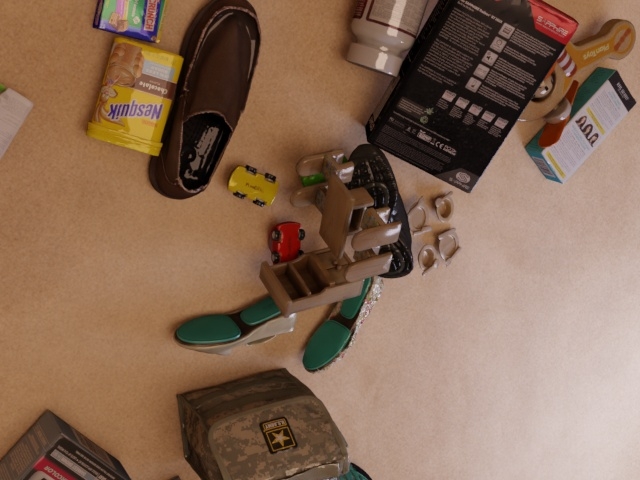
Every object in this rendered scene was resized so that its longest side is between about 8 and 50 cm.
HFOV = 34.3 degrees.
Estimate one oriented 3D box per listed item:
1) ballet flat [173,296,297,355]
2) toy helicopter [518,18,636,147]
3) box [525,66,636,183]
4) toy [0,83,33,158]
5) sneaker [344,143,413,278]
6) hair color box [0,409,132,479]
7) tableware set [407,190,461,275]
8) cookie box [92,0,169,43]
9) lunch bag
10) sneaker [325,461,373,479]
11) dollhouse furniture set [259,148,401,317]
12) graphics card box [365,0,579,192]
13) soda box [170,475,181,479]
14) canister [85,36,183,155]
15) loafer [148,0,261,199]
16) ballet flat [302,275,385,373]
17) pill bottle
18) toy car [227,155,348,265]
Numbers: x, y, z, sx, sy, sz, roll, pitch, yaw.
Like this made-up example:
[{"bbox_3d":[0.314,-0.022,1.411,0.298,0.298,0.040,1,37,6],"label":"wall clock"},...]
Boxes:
[{"bbox_3d":[-0.154,0.172,1.925,0.248,0.086,0.086,-15,111,-24],"label":"ballet flat"},{"bbox_3d":[0.498,-0.340,2.079,0.355,0.140,0.235,-26,117,-21],"label":"toy helicopter"},{"bbox_3d":[0.546,-0.242,2.173,0.244,0.060,0.100,-47,120,-8],"label":"box"},{"bbox_3d":[-0.571,-0.151,1.620,0.137,0.056,0.237,33,83,-27],"label":"toy"},{"bbox_3d":[0.109,-0.067,1.958,0.109,0.130,0.286,-6,126,13],"label":"sneaker"},{"bbox_3d":[-0.525,0.503,1.804,0.374,0.113,0.185,-48,120,-6],"label":"hair color box"},{"bbox_3d":[0.231,-0.016,2.078,0.141,0.020,0.168,-29,115,-39],"label":"tableware set"},{"bbox_3d":[-0.308,-0.379,1.697,0.107,0.040,0.092,9,100,-30],"label":"cookie box"},{"bbox_3d":[-0.106,0.365,1.882,0.235,0.287,0.169,-12,110,-23],"label":"lunch bag"},{"bbox_3d":[0.002,0.496,2.112,0.224,0.083,0.098,21,114,-25],"label":"sneaker"},{"bbox_3d":[0.000,0.000,1.815,0.161,0.212,0.242,-14,138,-26],"label":"dollhouse furniture set"},{"bbox_3d":[0.268,-0.294,1.894,0.233,0.094,0.371,24,112,-13],"label":"graphics card box"},{"bbox_3d":[-0.240,0.544,1.864,0.098,0.286,0.091,-26,116,-18],"label":"soda box"},{"bbox_3d":[-0.305,-0.239,1.713,0.126,0.073,0.170,15,96,-13],"label":"canister"},{"bbox_3d":[-0.176,-0.233,1.758,0.134,0.130,0.366,12,99,-30],"label":"loafer"},{"bbox_3d":[0.055,0.163,2.028,0.241,0.091,0.077,-57,143,2],"label":"ballet flat"},{"bbox_3d":[0.126,-0.415,1.867,0.121,0.121,0.221,14,98,-30],"label":"pill bottle"},{"bbox_3d":[-0.045,-0.087,1.916,0.225,0.053,0.239,-37,119,-14],"label":"toy car"}]
